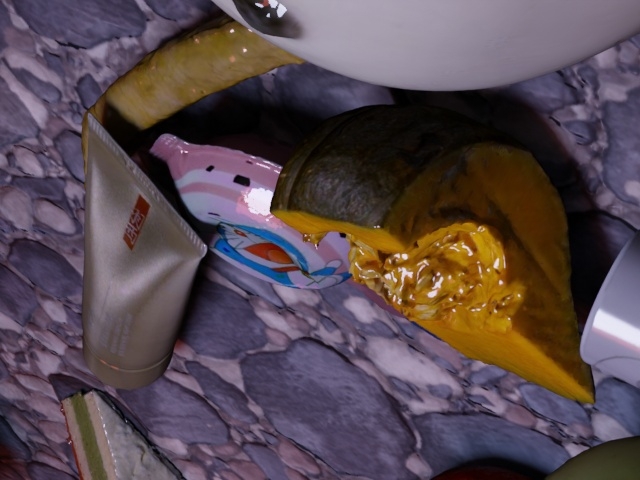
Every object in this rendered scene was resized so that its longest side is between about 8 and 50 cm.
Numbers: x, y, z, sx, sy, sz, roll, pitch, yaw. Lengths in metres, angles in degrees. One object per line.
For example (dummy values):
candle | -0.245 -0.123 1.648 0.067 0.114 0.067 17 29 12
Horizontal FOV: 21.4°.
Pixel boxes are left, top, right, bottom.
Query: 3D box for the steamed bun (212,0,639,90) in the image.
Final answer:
steamed bun | 0.066 -0.230 0.726 0.334 0.334 0.374 40 151 -3

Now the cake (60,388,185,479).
cake | -0.178 0.252 1.747 0.086 0.117 0.220 -27 78 51

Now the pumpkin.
pumpkin | 0.098 -0.004 1.134 0.131 0.126 0.248 3 150 48

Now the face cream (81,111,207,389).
face cream | -0.150 0.026 1.375 0.137 0.084 0.341 49 157 14

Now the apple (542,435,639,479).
apple | 0.261 0.304 1.141 0.357 0.357 0.357 25 144 20

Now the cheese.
cheese | 0.000 0.000 1.252 0.286 0.074 0.189 31 161 -12

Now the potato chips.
potato chips | -0.091 -0.114 1.224 0.080 0.057 0.407 47 145 -17

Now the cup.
cup | 0.244 0.073 1.095 0.133 0.099 0.136 25 143 18

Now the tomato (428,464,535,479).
tomato | 0.139 0.235 1.392 0.173 0.099 0.189 -8 166 29
